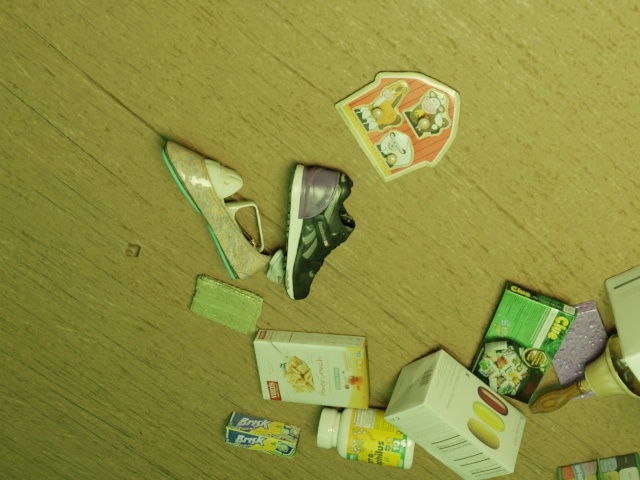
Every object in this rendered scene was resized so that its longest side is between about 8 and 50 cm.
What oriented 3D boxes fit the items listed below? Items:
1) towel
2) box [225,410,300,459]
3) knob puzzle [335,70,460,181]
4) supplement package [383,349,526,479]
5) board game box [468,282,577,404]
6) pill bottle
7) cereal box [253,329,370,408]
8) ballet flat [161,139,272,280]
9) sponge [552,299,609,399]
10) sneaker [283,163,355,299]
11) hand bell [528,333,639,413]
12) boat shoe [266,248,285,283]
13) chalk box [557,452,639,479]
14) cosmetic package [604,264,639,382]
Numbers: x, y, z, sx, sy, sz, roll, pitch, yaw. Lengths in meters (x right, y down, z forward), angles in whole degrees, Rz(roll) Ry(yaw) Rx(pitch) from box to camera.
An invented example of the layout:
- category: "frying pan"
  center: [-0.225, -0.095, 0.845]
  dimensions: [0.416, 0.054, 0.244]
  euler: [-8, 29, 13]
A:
- category: "towel"
  center: [-0.197, 0.135, 1.545]
  dimensions: [0.148, 0.027, 0.110]
  euler: [20, 125, -1]
- category: "box"
  center: [-0.135, 0.455, 1.716]
  dimensions: [0.168, 0.059, 0.054]
  euler: [11, 122, 6]
- category: "knob puzzle"
  center: [0.147, -0.201, 1.244]
  dimensions: [0.213, 0.030, 0.213]
  euler: [6, 123, 10]
- category: "supplement package"
  center: [0.276, 0.360, 1.493]
  dimensions: [0.244, 0.139, 0.134]
  euler: [38, 140, -13]
- category: "board game box"
  center: [0.385, 0.205, 1.425]
  dimensions: [0.136, 0.030, 0.260]
  euler: [23, 131, 13]
- category: "pill bottle"
  center: [0.102, 0.424, 1.604]
  dimensions: [0.208, 0.118, 0.118]
  euler: [8, 124, 9]
- category: "cereal box"
  center: [-0.016, 0.277, 1.580]
  dimensions: [0.240, 0.047, 0.173]
  euler: [1, 122, 13]
- category: "ballet flat"
  center: [-0.181, -0.069, 1.380]
  dimensions: [0.106, 0.108, 0.316]
  euler: [-24, 121, 4]
- category: "sponge"
  center: [0.507, 0.217, 1.426]
  dimensions: [0.117, 0.031, 0.210]
  euler: [-18, 116, 22]
- category: "sneaker"
  center: [0.000, 0.000, 1.368]
  dimensions: [0.124, 0.107, 0.284]
  euler: [7, 124, 2]
- category: "hand bell"
  center: [0.498, 0.284, 1.407]
  dimensions: [0.126, 0.126, 0.242]
  euler: [38, 134, -11]
- category: "boat shoe"
  center: [-0.080, 0.054, 1.443]
  dimensions: [0.035, 0.035, 0.100]
  euler: [36, 145, 11]
- category: "chalk box"
  center: [0.615, 0.580, 1.546]
  dimensions: [0.179, 0.180, 0.289]
  euler: [-20, 114, 24]
- category: "cosmetic package"
  center: [0.617, 0.183, 1.260]
  dimensions: [0.138, 0.225, 0.224]
  euler: [-30, 112, 28]
